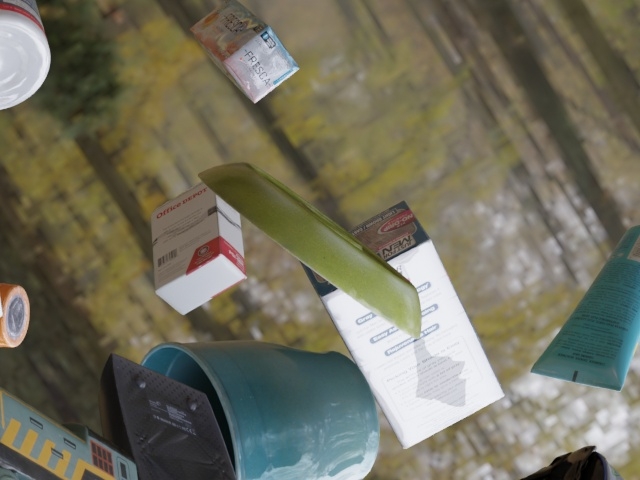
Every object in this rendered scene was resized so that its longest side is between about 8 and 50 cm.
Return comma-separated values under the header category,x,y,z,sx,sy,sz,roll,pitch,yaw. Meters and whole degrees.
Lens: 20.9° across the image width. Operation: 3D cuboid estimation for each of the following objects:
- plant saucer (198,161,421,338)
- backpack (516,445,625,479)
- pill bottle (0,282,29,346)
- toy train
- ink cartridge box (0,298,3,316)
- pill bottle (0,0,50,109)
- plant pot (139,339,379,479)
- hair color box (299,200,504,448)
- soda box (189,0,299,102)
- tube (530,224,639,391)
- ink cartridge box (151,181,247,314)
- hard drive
category,x,y,z,sx,sy,sz,roll,pitch,yaw
plant saucer,0.000,0.000,1.516,0.037,0.241,0.241,-54,-170,2
backpack,0.276,0.377,1.974,0.276,0.213,0.263,-27,-150,42
pill bottle,-0.533,0.098,2.422,0.245,0.130,0.130,4,-158,16
toy train,-0.270,0.235,1.557,0.142,0.334,0.190,-25,-126,18
ink cartridge box,-0.645,0.036,2.204,0.395,0.285,0.166,-25,157,-18
pill bottle,-0.320,-0.215,1.631,0.108,0.108,0.180,-32,-136,9
plant pot,-0.072,0.250,2.256,0.255,0.272,0.271,-7,173,-34
hair color box,0.120,0.124,2.469,0.174,0.347,0.105,-28,-139,-1
soda box,-0.082,-0.202,1.822,0.063,0.058,0.183,-38,-156,-1
tube,0.260,0.062,1.536,0.080,0.052,0.207,6,-144,29
ink cartridge box,-0.145,0.005,2.058,0.099,0.056,0.135,-29,-139,20
hard drive,-0.168,0.256,1.959,0.054,0.172,0.255,-42,-135,21
